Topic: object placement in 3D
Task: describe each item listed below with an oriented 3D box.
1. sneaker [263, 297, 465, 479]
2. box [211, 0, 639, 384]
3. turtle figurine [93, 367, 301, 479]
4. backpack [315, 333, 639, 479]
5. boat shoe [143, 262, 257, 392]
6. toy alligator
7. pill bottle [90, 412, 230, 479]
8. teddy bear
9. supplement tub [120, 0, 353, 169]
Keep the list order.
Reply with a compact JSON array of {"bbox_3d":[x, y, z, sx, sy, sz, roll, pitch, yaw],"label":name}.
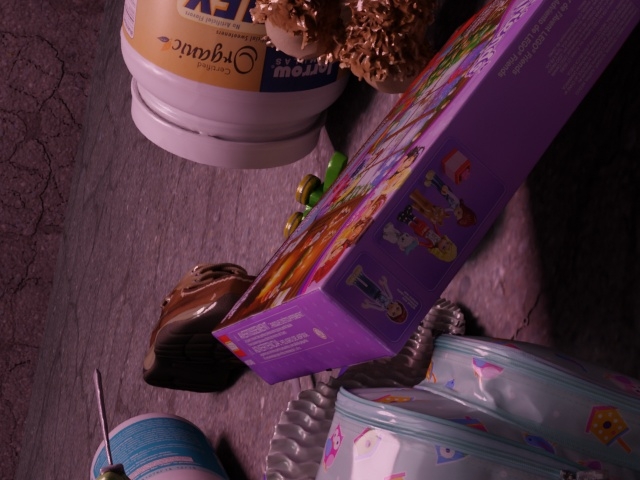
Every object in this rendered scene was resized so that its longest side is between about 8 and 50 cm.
[{"bbox_3d":[0.036,0.151,0.831,0.293,0.102,0.146,-52,-28,-63],"label":"sneaker"},{"bbox_3d":[0.067,-0.048,0.769,0.293,0.057,0.201,-52,10,-22],"label":"box"},{"bbox_3d":[-0.081,0.209,1.052,0.266,0.198,0.275,4,70,57],"label":"turtle figurine"},{"bbox_3d":[0.092,0.122,0.627,0.166,0.188,0.144,-175,94,-72],"label":"backpack"},{"bbox_3d":[-0.126,0.081,1.403,0.324,0.122,0.120,142,138,-62],"label":"boat shoe"},{"bbox_3d":[0.000,0.000,1.185,0.051,0.056,0.190,-28,-39,-57],"label":"toy alligator"},{"bbox_3d":[-0.172,0.279,1.387,0.264,0.146,0.146,-140,61,-69],"label":"pill bottle"},{"bbox_3d":[0.030,-0.259,0.966,0.245,0.113,0.338,15,134,37],"label":"teddy bear"},{"bbox_3d":[-0.067,-0.249,1.196,0.228,0.228,0.316,-108,24,-54],"label":"supplement tub"}]
